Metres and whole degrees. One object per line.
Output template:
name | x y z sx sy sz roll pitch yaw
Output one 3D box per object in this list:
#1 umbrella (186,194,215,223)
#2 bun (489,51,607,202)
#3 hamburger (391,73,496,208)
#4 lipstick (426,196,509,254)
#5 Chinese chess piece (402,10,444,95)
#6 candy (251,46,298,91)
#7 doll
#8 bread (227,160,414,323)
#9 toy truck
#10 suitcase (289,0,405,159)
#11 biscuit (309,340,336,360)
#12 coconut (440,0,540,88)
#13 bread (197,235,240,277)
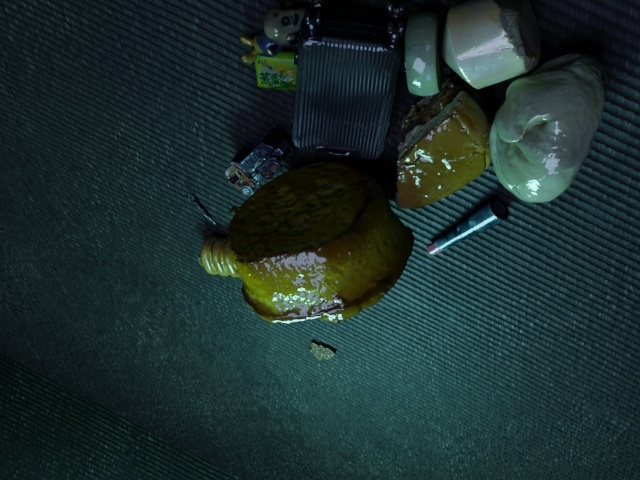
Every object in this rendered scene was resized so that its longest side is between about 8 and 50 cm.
umbrella | -0.320 -0.085 1.840 0.013 0.022 0.122 -29 129 17
bun | 0.372 -0.187 1.157 0.159 0.259 0.259 14 139 7
hamburger | 0.231 -0.180 1.322 0.245 0.155 0.282 -1 138 21
lipstick | 0.315 -0.022 1.515 0.053 0.053 0.234 39 141 -12
Chinese chess piece | 0.182 -0.326 1.193 0.058 0.144 0.144 2 135 15
candy | -0.059 -0.347 1.396 0.178 0.032 0.102 12 137 19
doll | -0.087 -0.402 1.315 0.179 0.102 0.089 -19 155 29
bread | 0.000 0.000 1.473 0.398 0.398 0.215 -1 133 31
toy truck | -0.142 -0.186 1.578 0.092 0.083 0.192 40 138 -15
suitcase | 0.050 -0.302 1.285 0.202 0.128 0.312 7 137 0
biscuit | 0.008 0.340 2.103 0.092 0.016 0.082 -2 127 30
coconut | 0.276 -0.331 1.136 0.152 0.147 0.147 -8 128 38
bread | -0.256 0.049 1.896 0.177 0.084 0.119 6 136 19
